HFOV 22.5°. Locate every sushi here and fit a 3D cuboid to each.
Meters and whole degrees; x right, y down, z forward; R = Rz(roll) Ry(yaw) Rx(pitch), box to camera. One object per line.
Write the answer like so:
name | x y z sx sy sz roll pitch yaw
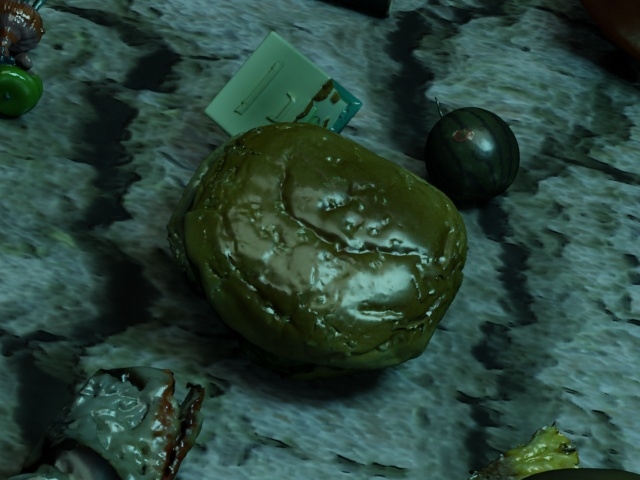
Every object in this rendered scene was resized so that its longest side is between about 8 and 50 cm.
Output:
sushi | -0.205 0.220 1.315 0.130 0.124 0.332 29 41 0

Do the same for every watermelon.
watermelon | 0.161 -0.105 1.780 0.105 0.105 0.133 -20 69 -33

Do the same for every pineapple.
pineapple | 0.175 0.265 1.411 0.233 0.079 0.135 -32 50 -33

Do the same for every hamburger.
hamburger | -0.002 0.001 1.561 0.285 0.134 0.265 29 60 0

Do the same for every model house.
model house | -0.033 -0.134 1.752 0.100 0.149 0.127 42 92 24

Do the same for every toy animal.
toy animal | -0.348 -0.232 1.784 0.103 0.100 0.208 37 44 -35

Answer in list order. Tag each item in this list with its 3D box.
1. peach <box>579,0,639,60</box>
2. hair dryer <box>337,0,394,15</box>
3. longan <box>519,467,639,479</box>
peach | 0.486 -0.335 2.033 0.380 0.242 0.306 4 62 -31
hair dryer | 0.050 -0.382 2.100 0.128 0.070 0.255 15 34 1
longan | 0.214 0.315 1.205 0.297 0.297 0.297 8 42 -7
